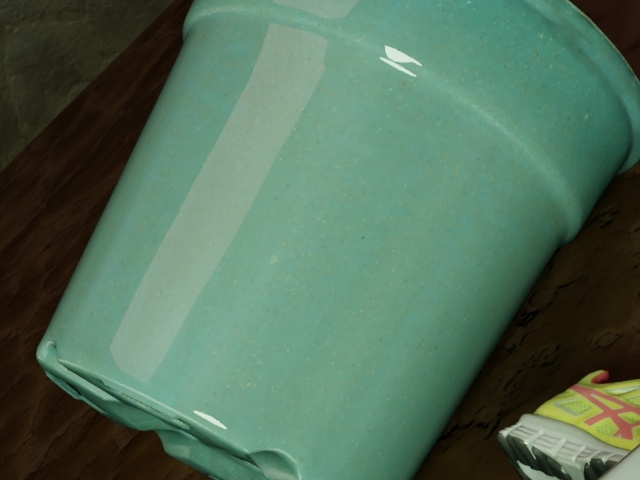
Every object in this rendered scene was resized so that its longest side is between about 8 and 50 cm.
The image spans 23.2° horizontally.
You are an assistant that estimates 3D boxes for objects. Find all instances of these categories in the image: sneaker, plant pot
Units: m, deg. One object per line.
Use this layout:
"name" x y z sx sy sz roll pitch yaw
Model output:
"sneaker" 0.186 0.114 0.843 0.094 0.081 0.208 -39 27 -18
"plant pot" 0.000 0.000 1.051 0.341 0.341 0.334 3 61 59

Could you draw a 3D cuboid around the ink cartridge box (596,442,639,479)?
"ink cartridge box" 0.163 0.171 0.538 0.197 0.114 0.273 23 37 38
